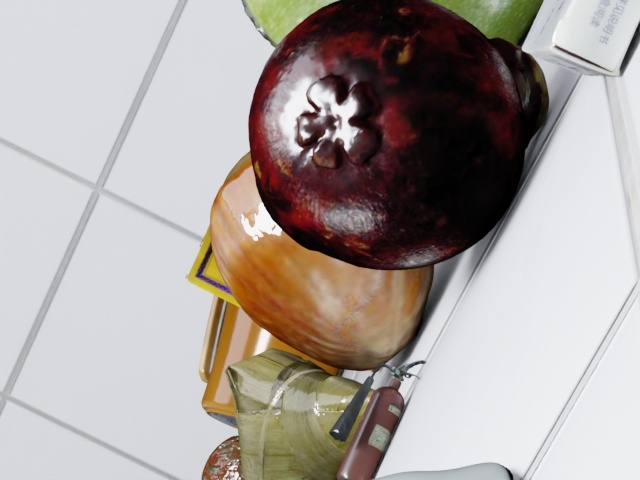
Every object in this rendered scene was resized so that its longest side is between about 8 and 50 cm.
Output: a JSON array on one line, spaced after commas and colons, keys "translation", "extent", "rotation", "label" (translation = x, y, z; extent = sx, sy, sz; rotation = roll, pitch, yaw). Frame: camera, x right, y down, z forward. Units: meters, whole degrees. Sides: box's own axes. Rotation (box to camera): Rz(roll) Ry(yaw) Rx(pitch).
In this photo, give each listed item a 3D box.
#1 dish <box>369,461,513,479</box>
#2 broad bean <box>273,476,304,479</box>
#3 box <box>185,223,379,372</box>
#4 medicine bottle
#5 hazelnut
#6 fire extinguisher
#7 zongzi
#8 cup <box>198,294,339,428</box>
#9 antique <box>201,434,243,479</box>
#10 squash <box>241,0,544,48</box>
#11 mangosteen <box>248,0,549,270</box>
[{"translation": [-0.035, 0.212, 0.686], "extent": [0.316, 0.106, 0.316], "rotation": [-63, 1, 1], "label": "dish"}, {"translation": [-0.050, 0.242, 1.234], "extent": [0.174, 0.082, 0.124], "rotation": [-67, 2, -52], "label": "broad bean"}, {"translation": [0.000, 0.000, 1.615], "extent": [0.084, 0.193, 0.301], "rotation": [-63, 1, 19], "label": "box"}, {"translation": [0.191, -0.194, 1.006], "extent": [0.171, 0.052, 0.201], "rotation": [-76, 11, -83], "label": "medicine bottle"}, {"translation": [0.010, 0.006, 1.353], "extent": [0.176, 0.214, 0.214], "rotation": [-33, 2, 0], "label": "hazelnut"}, {"translation": [0.033, 0.121, 1.168], "extent": [0.100, 0.046, 0.032], "rotation": [-65, 14, -18], "label": "fire extinguisher"}, {"translation": [0.003, 0.176, 1.338], "extent": [0.078, 0.176, 0.160], "rotation": [-22, -67, -38], "label": "zongzi"}, {"translation": [-0.051, 0.092, 1.964], "extent": [0.226, 0.182, 0.264], "rotation": [5, 70, 46], "label": "cup"}, {"translation": [-0.079, 0.258, 1.829], "extent": [0.104, 0.104, 0.104], "rotation": [-64, 1, 2], "label": "antique"}, {"translation": [0.108, -0.326, 1.653], "extent": [0.309, 0.310, 0.310], "rotation": [-59, 4, 43], "label": "squash"}, {"translation": [0.050, -0.074, 1.171], "extent": [0.209, 0.210, 0.210], "rotation": [-64, 1, 2], "label": "mangosteen"}]
